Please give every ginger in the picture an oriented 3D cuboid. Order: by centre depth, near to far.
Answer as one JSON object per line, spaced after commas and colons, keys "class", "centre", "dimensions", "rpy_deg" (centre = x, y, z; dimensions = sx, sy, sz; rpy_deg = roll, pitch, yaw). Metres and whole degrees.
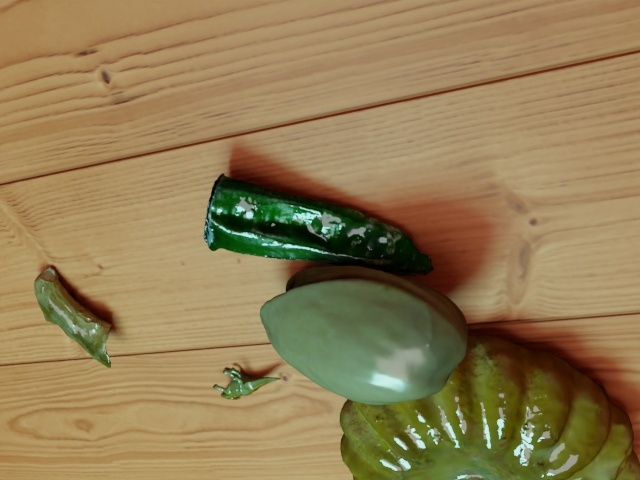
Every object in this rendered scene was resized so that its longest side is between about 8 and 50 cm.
{"class": "ginger", "centre": [-0.291, 0.095, 0.845], "dimensions": [0.137, 0.044, 0.057], "rpy_deg": [43, 153, -4]}

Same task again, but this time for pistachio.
{"class": "pistachio", "centre": [0.038, 0.084, 0.670], "dimensions": [0.226, 0.136, 0.136], "rpy_deg": [7, 126, 41]}

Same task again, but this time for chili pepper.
{"class": "chili pepper", "centre": [0.000, 0.000, 0.689], "dimensions": [0.227, 0.059, 0.088], "rpy_deg": [15, 142, 1]}

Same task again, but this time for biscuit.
{"class": "biscuit", "centre": [0.169, 0.244, 0.758], "dimensions": [0.326, 0.107, 0.326], "rpy_deg": [9, 127, 12]}

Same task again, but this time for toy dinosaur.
{"class": "toy dinosaur", "centre": [-0.091, 0.167, 0.832], "dimensions": [0.041, 0.026, 0.113], "rpy_deg": [41, 133, -18]}
